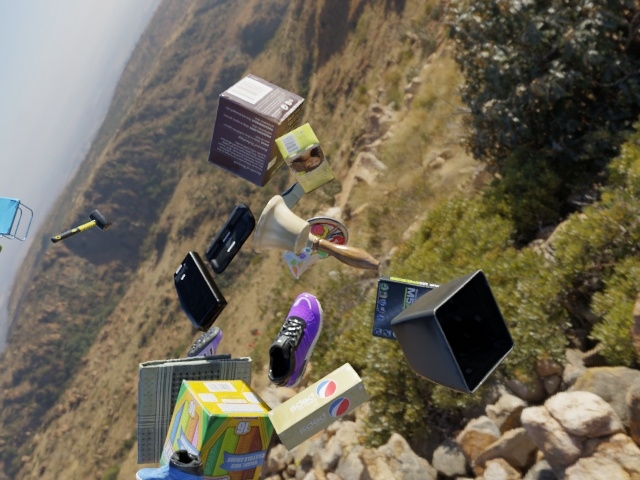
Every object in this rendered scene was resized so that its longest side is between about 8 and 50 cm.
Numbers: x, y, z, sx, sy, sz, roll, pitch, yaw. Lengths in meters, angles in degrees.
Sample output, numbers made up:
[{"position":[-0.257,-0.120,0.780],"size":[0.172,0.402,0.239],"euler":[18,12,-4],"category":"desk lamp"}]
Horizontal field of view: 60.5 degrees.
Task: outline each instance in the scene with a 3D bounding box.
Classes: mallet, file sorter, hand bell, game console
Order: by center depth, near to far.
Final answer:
[{"position":[0.002,0.010,1.102],"size":[0.126,0.242,0.126],"euler":[22,-90,-80],"category":"hand bell"},{"position":[-0.286,0.066,1.525],"size":[0.361,0.044,0.213],"euler":[-52,53,20],"category":"game console"},{"position":[-0.669,-0.027,1.549],"size":[0.039,0.062,0.189],"euler":[-50,2,33],"category":"mallet"},{"position":[-1.033,-0.070,1.756],"size":[0.104,0.170,0.118],"euler":[80,-162,-73],"category":"file sorter"}]

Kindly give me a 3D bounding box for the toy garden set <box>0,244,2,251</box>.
[{"position":[-0.869,-0.038,1.234],"size":[0.204,0.244,0.049],"euler":[158,128,-74],"category":"toy garden set"}]

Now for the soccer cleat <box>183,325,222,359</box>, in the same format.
[{"position":[-0.419,0.430,1.899],"size":[0.318,0.116,0.108],"euler":[-50,12,15],"category":"soccer cleat"}]

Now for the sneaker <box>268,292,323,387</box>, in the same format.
[{"position":[-0.083,0.295,1.631],"size":[0.102,0.146,0.293],"euler":[11,81,28],"category":"sneaker"}]

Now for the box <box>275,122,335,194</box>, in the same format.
[{"position":[-0.030,-0.182,1.269],"size":[0.087,0.232,0.058],"euler":[-28,74,4],"category":"box"}]

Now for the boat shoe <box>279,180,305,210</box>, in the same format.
[{"position":[-0.085,-0.117,1.497],"size":[0.137,0.049,0.043],"euler":[-43,20,5],"category":"boat shoe"}]

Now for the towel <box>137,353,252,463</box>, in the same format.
[{"position":[-0.350,0.467,1.535],"size":[0.056,0.312,0.324],"euler":[-137,51,-64],"category":"towel"}]

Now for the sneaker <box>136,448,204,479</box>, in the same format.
[{"position":[-0.316,0.477,1.156],"size":[0.152,0.058,0.084],"euler":[4,95,17],"category":"sneaker"}]

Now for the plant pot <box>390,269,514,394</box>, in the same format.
[{"position":[0.263,0.194,1.160],"size":[0.188,0.187,0.167],"euler":[-31,9,-39],"category":"plant pot"}]

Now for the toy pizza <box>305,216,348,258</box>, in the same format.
[{"position":[0.000,0.000,1.917],"size":[0.201,0.201,0.032],"euler":[-46,34,30],"category":"toy pizza"}]

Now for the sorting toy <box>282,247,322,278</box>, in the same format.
[{"position":[-0.052,0.039,1.340],"size":[0.083,0.045,0.075],"euler":[-41,52,-19],"category":"sorting toy"}]

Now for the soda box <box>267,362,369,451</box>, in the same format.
[{"position":[-0.004,0.311,1.028],"size":[0.181,0.061,0.058],"euler":[-30,36,-12],"category":"soda box"}]

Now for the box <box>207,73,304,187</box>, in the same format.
[{"position":[-0.166,-0.284,1.416],"size":[0.168,0.167,0.203],"euler":[-59,-8,-49],"category":"box"}]

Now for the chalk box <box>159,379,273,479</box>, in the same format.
[{"position":[-0.252,0.501,1.297],"size":[0.179,0.180,0.288],"euler":[24,100,53],"category":"chalk box"}]

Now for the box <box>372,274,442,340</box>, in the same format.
[{"position":[0.251,0.204,1.592],"size":[0.045,0.184,0.190],"euler":[-47,-35,-64],"category":"box"}]
